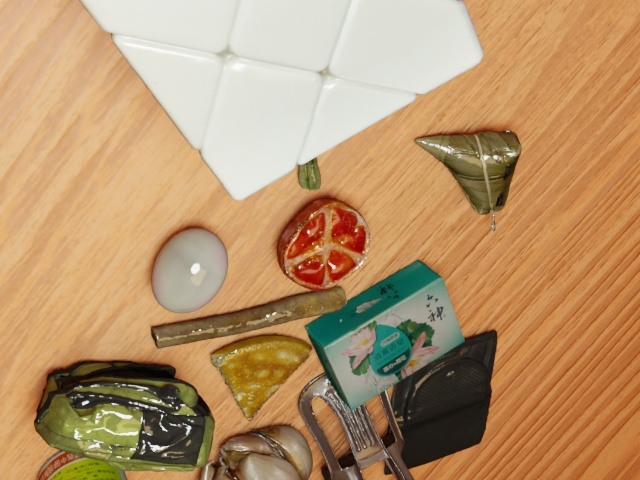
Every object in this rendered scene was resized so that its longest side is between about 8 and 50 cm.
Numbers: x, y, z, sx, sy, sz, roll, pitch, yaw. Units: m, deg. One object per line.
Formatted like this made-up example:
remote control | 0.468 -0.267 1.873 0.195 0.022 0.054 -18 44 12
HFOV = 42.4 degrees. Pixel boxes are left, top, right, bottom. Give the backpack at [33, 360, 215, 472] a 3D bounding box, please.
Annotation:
backpack | -0.288 0.254 1.217 0.253 0.207 0.140 12 90 -25

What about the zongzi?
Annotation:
zongzi | 0.233 -0.103 1.387 0.178 0.081 0.189 -1 136 -5

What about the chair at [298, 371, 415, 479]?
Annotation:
chair | 0.075 0.398 1.572 0.175 0.183 0.326 -22 83 -15

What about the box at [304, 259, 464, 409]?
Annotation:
box | 0.115 0.163 1.444 0.245 0.092 0.153 -30 119 -10

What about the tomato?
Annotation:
tomato | 0.000 0.000 1.302 0.155 0.069 0.155 -13 121 -22

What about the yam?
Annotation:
yam | -0.110 0.125 1.337 0.327 0.045 0.045 -10 101 -24

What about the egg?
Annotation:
egg | -0.190 0.045 1.199 0.103 0.103 0.135 20 109 -37

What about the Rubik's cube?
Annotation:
Rubik's cube | -0.063 -0.298 0.881 0.322 0.316 0.319 -31 130 5

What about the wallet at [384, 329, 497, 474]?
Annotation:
wallet | 0.250 0.333 1.681 0.247 0.041 0.323 -11 126 -22

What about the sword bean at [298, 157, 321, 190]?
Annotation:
sword bean | -0.015 -0.191 1.195 0.043 0.038 0.269 1 122 -1

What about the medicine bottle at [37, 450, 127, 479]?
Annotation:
medicine bottle | -0.351 0.435 1.277 0.139 0.225 0.139 -16 127 -22

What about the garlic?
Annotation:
garlic | -0.102 0.435 1.463 0.214 0.160 0.191 -25 134 -10

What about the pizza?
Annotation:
pizza | -0.100 0.232 1.415 0.184 0.036 0.176 -12 126 -25
